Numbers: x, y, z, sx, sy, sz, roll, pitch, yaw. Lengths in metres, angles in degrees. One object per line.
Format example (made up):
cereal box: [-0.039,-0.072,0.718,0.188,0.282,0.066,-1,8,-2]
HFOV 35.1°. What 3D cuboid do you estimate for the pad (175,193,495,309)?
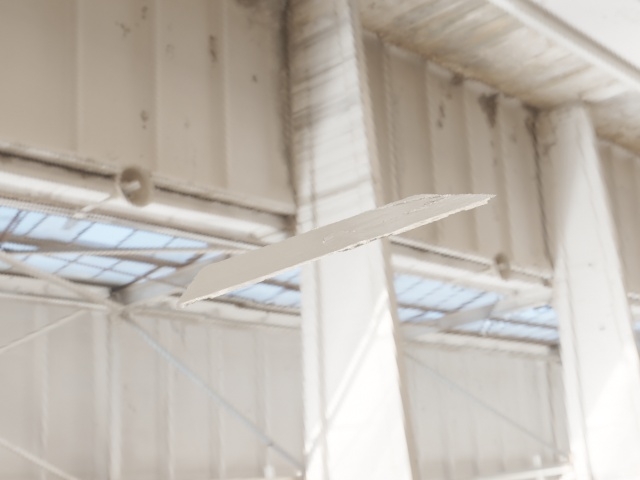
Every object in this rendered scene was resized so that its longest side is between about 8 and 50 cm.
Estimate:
pad: [0.000,0.000,0.550,0.232,0.157,0.004,-140,31,-86]
